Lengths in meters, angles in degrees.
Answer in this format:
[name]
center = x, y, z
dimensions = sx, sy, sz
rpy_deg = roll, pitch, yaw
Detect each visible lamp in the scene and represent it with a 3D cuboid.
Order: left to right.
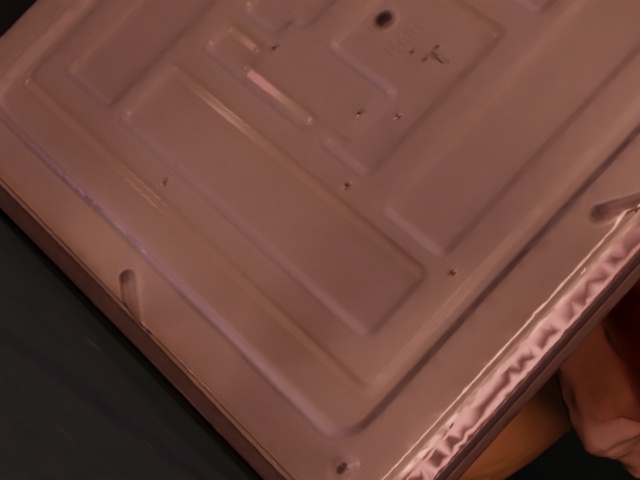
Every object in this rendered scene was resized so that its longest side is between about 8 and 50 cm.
[lamp]
center = 0.016, -0.066, 0.441
dimensions = 0.266, 0.269, 0.047
rpy_deg = 40, -6, 28

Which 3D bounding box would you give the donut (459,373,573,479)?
[donut]
center = 0.008, 0.007, 0.635
dimensions = 0.371, 0.150, 0.307
rpy_deg = 39, 2, -23

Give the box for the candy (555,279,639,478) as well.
[candy]
center = 0.199, 0.027, 0.540
dimensions = 0.320, 0.135, 0.179
rpy_deg = 34, 37, -51
